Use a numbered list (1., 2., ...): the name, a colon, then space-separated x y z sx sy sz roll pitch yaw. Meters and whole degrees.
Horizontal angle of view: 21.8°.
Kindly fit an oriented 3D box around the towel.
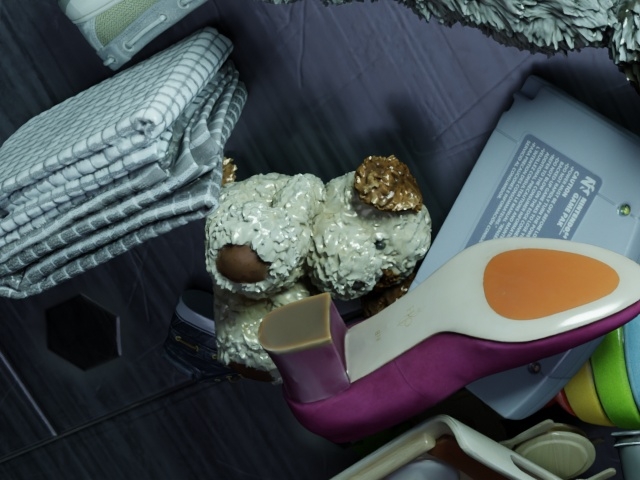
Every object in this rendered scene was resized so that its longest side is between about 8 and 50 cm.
1. towel: -0.207 -0.073 1.631 0.284 0.235 0.121 -25 111 23

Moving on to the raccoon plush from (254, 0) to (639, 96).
1. raccoon plush: 0.140 -0.212 1.375 0.446 0.299 0.216 48 151 32

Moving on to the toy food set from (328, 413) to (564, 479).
1. toy food set: 0.114 0.306 1.696 0.220 0.092 0.306 31 129 -31

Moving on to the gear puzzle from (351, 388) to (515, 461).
1. gear puzzle: 0.131 0.237 1.770 0.175 0.044 0.339 -21 121 21

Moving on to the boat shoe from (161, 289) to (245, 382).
1. boat shoe: -0.081 0.126 1.797 0.183 0.065 0.083 26 120 6

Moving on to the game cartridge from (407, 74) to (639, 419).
1. game cartridge: 0.208 0.013 1.597 0.196 0.060 0.294 39 109 37

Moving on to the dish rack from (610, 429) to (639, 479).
1. dish rack: 0.405 0.219 1.641 0.208 0.271 0.074 -6 80 15

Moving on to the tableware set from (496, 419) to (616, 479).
1. tableware set: 0.195 0.234 1.717 0.194 0.039 0.128 -30 131 28

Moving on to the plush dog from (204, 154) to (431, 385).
1. plush dog: 0.000 0.000 1.675 0.225 0.210 0.262 -4 141 -2

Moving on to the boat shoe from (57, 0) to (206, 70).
1. boat shoe: -0.103 -0.260 1.590 0.320 0.118 0.103 -21 115 25

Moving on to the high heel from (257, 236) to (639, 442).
1. high heel: 0.139 0.104 1.579 0.377 0.127 0.181 -8 139 21

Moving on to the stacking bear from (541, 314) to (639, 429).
1. stacking bear: 0.285 0.109 1.652 0.289 0.175 0.164 -8 76 29
